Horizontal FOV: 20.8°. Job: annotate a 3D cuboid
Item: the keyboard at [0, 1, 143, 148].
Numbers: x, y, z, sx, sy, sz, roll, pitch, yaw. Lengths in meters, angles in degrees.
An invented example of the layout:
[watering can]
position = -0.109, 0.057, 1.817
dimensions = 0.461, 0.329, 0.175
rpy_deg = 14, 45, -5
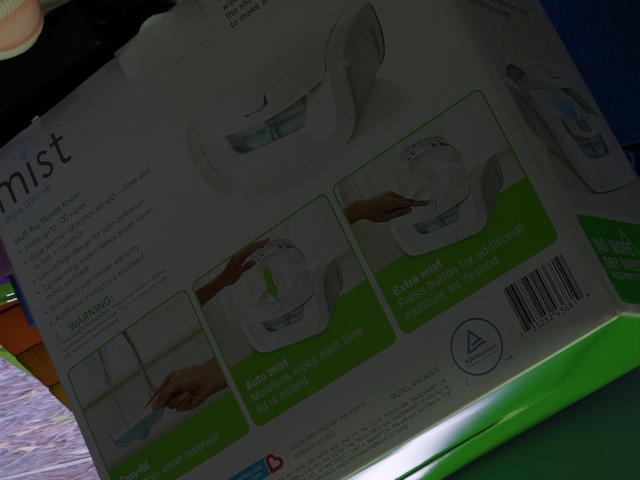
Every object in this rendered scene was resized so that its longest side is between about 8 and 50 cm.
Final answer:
[keyboard]
position = -0.214, -0.029, 0.891
dimensions = 0.317, 0.033, 0.201
rpy_deg = -31, 158, 29

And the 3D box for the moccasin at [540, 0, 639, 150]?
[moccasin]
position = 0.224, -0.121, 0.894
dimensions = 0.342, 0.138, 0.117
rpy_deg = -20, 172, 19

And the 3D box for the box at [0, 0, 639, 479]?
[box]
position = 0.000, 0.000, 0.800
dimensions = 0.262, 0.231, 0.126
rpy_deg = -35, 160, 25

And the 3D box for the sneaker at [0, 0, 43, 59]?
[sneaker]
position = -0.177, -0.091, 0.698
dimensions = 0.134, 0.051, 0.070
rpy_deg = -17, 167, -14

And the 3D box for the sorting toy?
[sorting toy]
position = -0.155, 0.055, 1.068
dimensions = 0.127, 0.126, 0.365
rpy_deg = -23, 178, -10

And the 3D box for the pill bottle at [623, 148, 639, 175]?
[pill bottle]
position = 0.133, -0.061, 1.064
dimensions = 0.219, 0.123, 0.123
rpy_deg = -17, 168, 0

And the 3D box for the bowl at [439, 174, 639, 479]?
[bowl]
position = 0.164, 0.060, 0.941
dimensions = 0.311, 0.163, 0.311
rpy_deg = -8, 171, -1

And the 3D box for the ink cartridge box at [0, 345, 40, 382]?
[ink cartridge box]
position = -0.124, 0.092, 1.511
dimensions = 0.188, 0.097, 0.255
rpy_deg = -26, 131, 38
